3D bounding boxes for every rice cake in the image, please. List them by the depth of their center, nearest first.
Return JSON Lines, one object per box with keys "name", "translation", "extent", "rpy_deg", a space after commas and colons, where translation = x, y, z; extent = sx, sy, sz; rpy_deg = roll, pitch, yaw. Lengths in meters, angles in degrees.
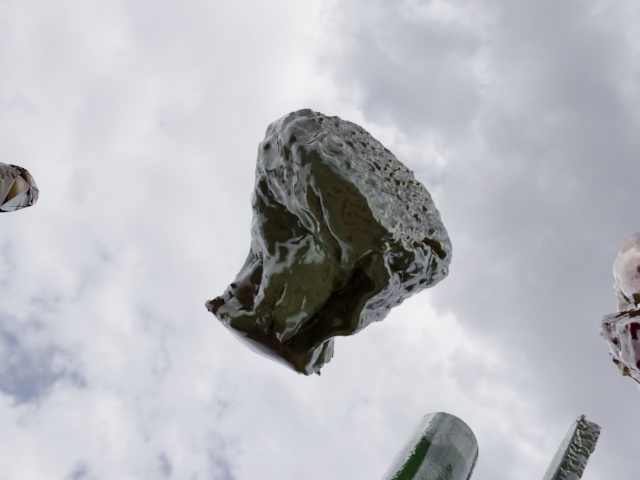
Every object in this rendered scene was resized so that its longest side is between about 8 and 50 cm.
{"name": "rice cake", "translation": [0.263, 0.272, 0.703], "extent": [0.036, 0.206, 0.047], "rpy_deg": [33, -47, 20]}

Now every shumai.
{"name": "shumai", "translation": [0.000, 0.000, 0.648], "extent": [0.225, 0.260, 0.222], "rpy_deg": [46, -65, 3]}

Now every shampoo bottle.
{"name": "shampoo bottle", "translation": [0.063, 0.193, 0.453], "extent": [0.065, 0.204, 0.065], "rpy_deg": [5, -77, 25]}

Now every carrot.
{"name": "carrot", "translation": [-0.409, -0.073, 0.714], "extent": [0.068, 0.228, 0.069], "rpy_deg": [-1, -96, 12]}

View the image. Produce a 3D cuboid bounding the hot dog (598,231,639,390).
{"name": "hot dog", "translation": [0.365, 0.059, 0.390], "extent": [0.223, 0.405, 0.186], "rpy_deg": [-16, -90, -42]}
